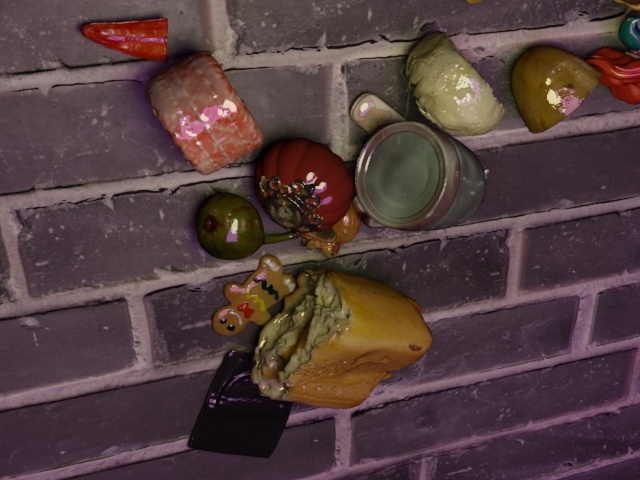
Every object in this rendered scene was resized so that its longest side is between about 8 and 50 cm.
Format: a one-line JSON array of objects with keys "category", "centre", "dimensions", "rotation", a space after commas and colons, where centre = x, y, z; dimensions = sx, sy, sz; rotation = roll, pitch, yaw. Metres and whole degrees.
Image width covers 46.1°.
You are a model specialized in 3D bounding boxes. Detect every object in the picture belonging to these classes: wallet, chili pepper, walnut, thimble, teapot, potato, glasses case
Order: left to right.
[{"category": "chili pepper", "centre": [-0.385, -0.404, 1.482], "dimensions": [0.169, 0.065, 0.088], "rotation": [2, 114, -16]}, {"category": "thimble", "centre": [-0.228, -0.256, 1.514], "dimensions": [0.162, 0.239, 0.239], "rotation": [-33, 122, 1]}, {"category": "wallet", "centre": [-0.186, 0.440, 1.995], "dimensions": [0.247, 0.041, 0.322], "rotation": [16, 112, -24]}, {"category": "walnut", "centre": [0.064, -0.041, 1.828], "dimensions": [0.091, 0.052, 0.121], "rotation": [0, 118, -23]}, {"category": "glasses case", "centre": [0.156, -0.265, 1.745], "dimensions": [0.204, 0.051, 0.081], "rotation": [30, 102, -30]}, {"category": "teapot", "centre": [0.229, -0.112, 1.733], "dimensions": [0.315, 0.233, 0.312], "rotation": [-30, 158, 32]}, {"category": "potato", "centre": [0.523, -0.374, 1.763], "dimensions": [0.158, 0.178, 0.203], "rotation": [39, 126, -15]}]

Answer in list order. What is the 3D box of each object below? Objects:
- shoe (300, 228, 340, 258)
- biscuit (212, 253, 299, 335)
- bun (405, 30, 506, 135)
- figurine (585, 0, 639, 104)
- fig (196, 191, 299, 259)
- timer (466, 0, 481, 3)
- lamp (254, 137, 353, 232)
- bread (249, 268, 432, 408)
[{"category": "shoe", "centre": [-0.001, -0.002, 1.805], "dimensions": [0.109, 0.072, 0.069], "rotation": [13, 132, 10]}, {"category": "biscuit", "centre": [-0.167, 0.149, 1.855], "dimensions": [0.240, 0.035, 0.158], "rotation": [-43, 119, 5]}, {"category": "bun", "centre": [0.286, -0.325, 1.650], "dimensions": [0.152, 0.259, 0.259], "rotation": [-38, 122, 14]}, {"category": "figurine", "centre": [0.746, -0.450, 1.802], "dimensions": [0.208, 0.181, 0.257], "rotation": [-36, 135, -48]}, {"category": "fig", "centre": [-0.171, -0.022, 1.739], "dimensions": [0.259, 0.151, 0.151], "rotation": [13, 113, -54]}, {"category": "timer", "centre": [0.457, -0.654, 1.516], "dimensions": [0.376, 0.376, 0.387], "rotation": [-34, 165, -1]}, {"category": "lamp", "centre": [-0.036, -0.124, 1.669], "dimensions": [0.227, 0.227, 0.226], "rotation": [-8, 118, -15]}, {"category": "bread", "centre": [0.060, 0.237, 1.852], "dimensions": [0.394, 0.250, 0.361], "rotation": [13, 132, -38]}]
